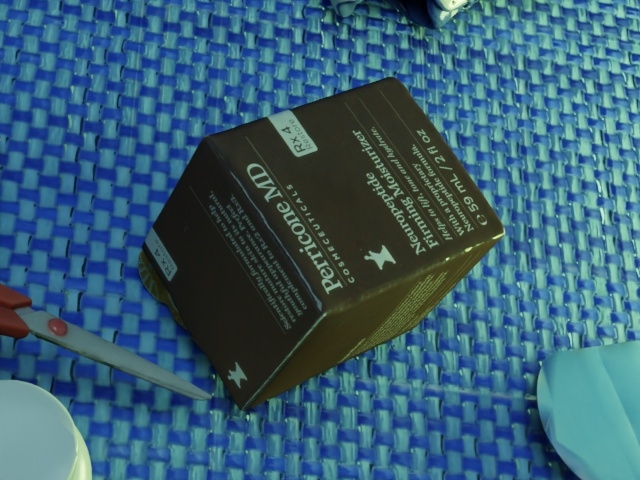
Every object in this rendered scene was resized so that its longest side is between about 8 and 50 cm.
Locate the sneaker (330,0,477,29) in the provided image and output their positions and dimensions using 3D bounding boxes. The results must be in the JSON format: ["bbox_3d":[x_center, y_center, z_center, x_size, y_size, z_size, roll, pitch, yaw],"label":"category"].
[{"bbox_3d":[0.136,-0.271,1.270,0.296,0.112,0.131,1,80,-15],"label":"sneaker"}]

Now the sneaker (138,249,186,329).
[{"bbox_3d":[-0.119,0.038,1.053,0.037,0.032,0.083,-29,76,-45],"label":"sneaker"}]

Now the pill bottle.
[{"bbox_3d":[-0.215,0.170,0.840,0.117,0.208,0.118,8,60,-13],"label":"pill bottle"}]

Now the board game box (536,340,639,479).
[{"bbox_3d":[0.259,0.158,1.101,0.168,0.033,0.133,-5,59,-25],"label":"board game box"}]

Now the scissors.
[{"bbox_3d":[-0.212,0.052,0.930,0.297,0.021,0.109,16,39,-33],"label":"scissors"}]

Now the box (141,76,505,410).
[{"bbox_3d":[0.000,0.000,1.008,0.203,0.167,0.168,-22,71,-37],"label":"box"}]
